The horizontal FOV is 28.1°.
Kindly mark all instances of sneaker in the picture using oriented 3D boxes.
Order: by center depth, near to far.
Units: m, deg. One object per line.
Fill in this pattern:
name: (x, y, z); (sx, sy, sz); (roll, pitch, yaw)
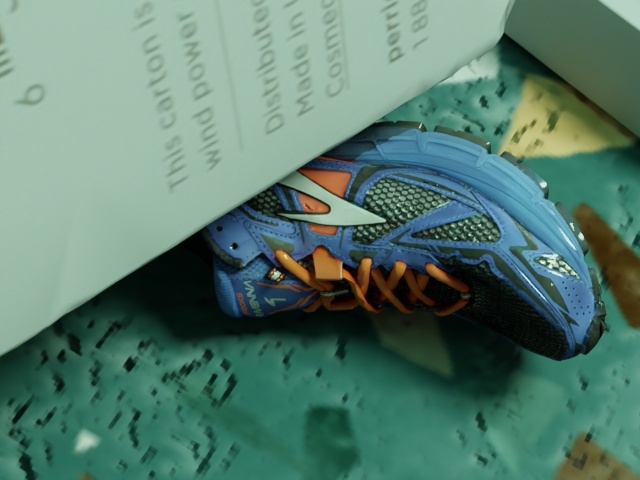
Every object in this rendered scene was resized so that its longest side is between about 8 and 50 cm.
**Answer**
sneaker: (0.000, 0.000, 0.481); (0.221, 0.083, 0.087); (21, 63, 21)

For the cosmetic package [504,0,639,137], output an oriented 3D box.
cosmetic package: (0.111, -0.142, 0.588); (0.099, 0.060, 0.239); (-34, 63, -26)

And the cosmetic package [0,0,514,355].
cosmetic package: (-0.190, -0.200, 0.401); (0.327, 0.329, 0.393); (-34, 50, -24)
